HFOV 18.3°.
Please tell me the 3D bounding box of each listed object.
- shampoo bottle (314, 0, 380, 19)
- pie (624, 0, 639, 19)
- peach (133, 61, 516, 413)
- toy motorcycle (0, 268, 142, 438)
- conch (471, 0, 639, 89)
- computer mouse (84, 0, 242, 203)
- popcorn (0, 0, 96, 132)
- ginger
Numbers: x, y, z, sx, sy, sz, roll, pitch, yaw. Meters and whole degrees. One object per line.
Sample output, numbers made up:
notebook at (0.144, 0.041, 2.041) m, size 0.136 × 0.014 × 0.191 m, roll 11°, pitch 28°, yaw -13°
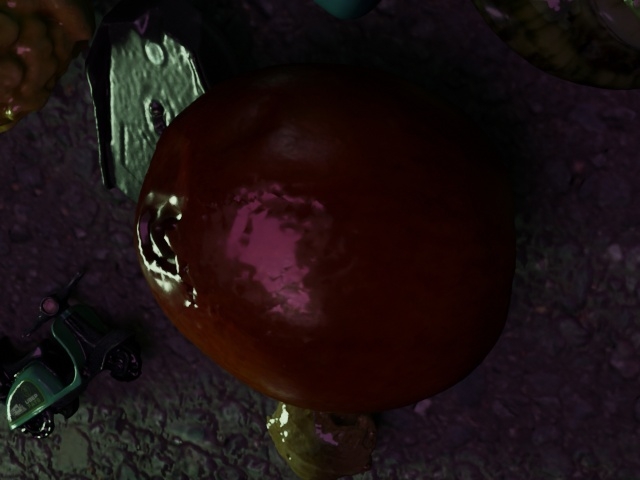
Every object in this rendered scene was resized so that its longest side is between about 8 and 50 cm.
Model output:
shampoo bottle at (-0.014, -0.352, 1.164) m, size 0.343 × 0.331 × 0.331 m, roll 39°, pitch 125°, yaw -2°
pie at (0.299, -0.206, 1.178) m, size 0.306 × 0.071 × 0.306 m, roll 1°, pitch 82°, yaw -6°
peach at (0.000, 0.000, 1.393) m, size 0.281 × 0.238 × 0.281 m, roll -4°, pitch 153°, yaw -2°
toy motorcycle at (-0.222, 0.101, 1.670) m, size 0.173 × 0.058 × 0.100 m, roll -34°, pitch 95°, yaw 36°
conch at (0.196, -0.162, 1.282) m, size 0.187 × 0.181 × 0.124 m, roll -12°, pitch 82°, yaw -13°
computer mouse at (-0.104, -0.094, 1.505) m, size 0.126 × 0.071 × 0.231 m, roll 20°, pitch 133°, yaw 28°
popcorn at (-0.261, -0.146, 1.490) m, size 0.194 × 0.163 × 0.140 m, roll -14°, pitch 127°, yaw 17°
ginger at (0.006, 0.129, 1.580) m, size 0.096 × 0.067 × 0.165 m, roll 27°, pitch 127°, yaw 34°
